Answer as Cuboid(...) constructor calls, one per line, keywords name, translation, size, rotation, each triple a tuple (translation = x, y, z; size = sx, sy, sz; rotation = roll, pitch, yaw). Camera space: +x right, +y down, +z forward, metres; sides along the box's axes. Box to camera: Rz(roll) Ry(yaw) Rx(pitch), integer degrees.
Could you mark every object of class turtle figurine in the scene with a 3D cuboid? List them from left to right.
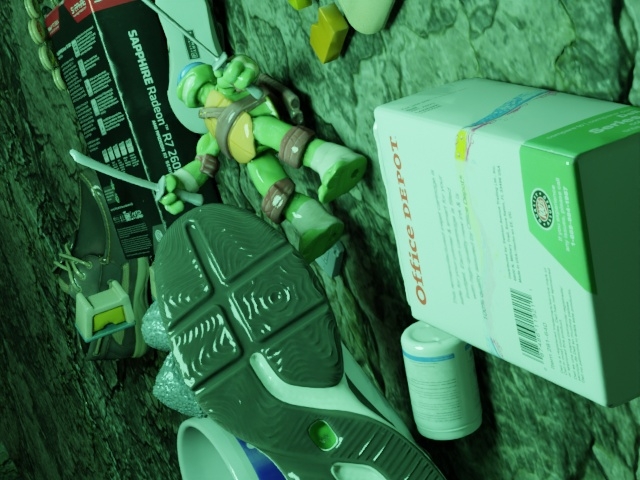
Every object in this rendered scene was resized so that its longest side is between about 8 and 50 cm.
Cuboid(name="turtle figurine", translation=(-0.103, -0.095, 1.610), size=(0.266, 0.198, 0.274), rotation=(38, -173, 23))

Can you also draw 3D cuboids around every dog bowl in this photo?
Cuboid(name="dog bowl", translation=(-0.098, 0.358, 2.125), size=(0.265, 0.104, 0.265), rotation=(47, 148, 42))

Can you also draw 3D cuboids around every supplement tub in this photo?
Cuboid(name="supplement tub", translation=(0.122, 0.137, 1.511), size=(0.071, 0.071, 0.107), rotation=(28, 132, 57))

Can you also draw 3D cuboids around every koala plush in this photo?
Cuboid(name="koala plush", translation=(-0.070, 0.135, 1.845), size=(0.221, 0.203, 0.196), rotation=(31, 149, 25))

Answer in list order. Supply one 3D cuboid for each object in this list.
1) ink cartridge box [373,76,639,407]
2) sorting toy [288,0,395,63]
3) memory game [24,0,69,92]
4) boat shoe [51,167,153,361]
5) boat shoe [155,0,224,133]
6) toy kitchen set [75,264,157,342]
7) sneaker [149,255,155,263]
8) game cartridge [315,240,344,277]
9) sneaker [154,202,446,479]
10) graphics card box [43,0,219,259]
Cuboid(name="ink cartridge box", translation=(0.174, -0.011, 1.219), size=(0.278, 0.117, 0.201), rotation=(23, 129, 59))
Cuboid(name="sorting toy", translation=(0.013, -0.313, 1.433), size=(0.229, 0.041, 0.307), rotation=(61, 158, 17))
Cuboid(name="memory game", translation=(-0.378, -0.294, 2.189), size=(0.186, 0.012, 0.186), rotation=(-17, -90, -77))
Cuboid(name="boat shoe", translation=(-0.347, 0.053, 2.384), size=(0.132, 0.130, 0.355), rotation=(39, 142, 50))
Cuboid(name="boat shoe", translation=(-0.146, -0.232, 1.808), size=(0.070, 0.078, 0.219), rotation=(-84, -9, -52))
Cuboid(name="toy kitchen set", translation=(-0.238, 0.153, 2.184), size=(0.207, 0.166, 0.122), rotation=(46, 147, 43))
Cuboid(name="sneaker", translation=(-0.233, 0.006, 2.219), size=(0.032, 0.037, 0.083), rotation=(55, 151, 34))
Cuboid(name="game cartridge", translation=(0.000, 0.000, 1.735), size=(0.083, 0.017, 0.056), rotation=(56, 150, 29))
Cuboid(name="sneaker", translation=(-0.015, 0.175, 1.599), size=(0.447, 0.169, 0.257), rotation=(55, 177, 13))
Cuboid(name="graphics card box", translation=(-0.255, -0.162, 2.059), size=(0.233, 0.094, 0.371), rotation=(-11, 97, 66))
